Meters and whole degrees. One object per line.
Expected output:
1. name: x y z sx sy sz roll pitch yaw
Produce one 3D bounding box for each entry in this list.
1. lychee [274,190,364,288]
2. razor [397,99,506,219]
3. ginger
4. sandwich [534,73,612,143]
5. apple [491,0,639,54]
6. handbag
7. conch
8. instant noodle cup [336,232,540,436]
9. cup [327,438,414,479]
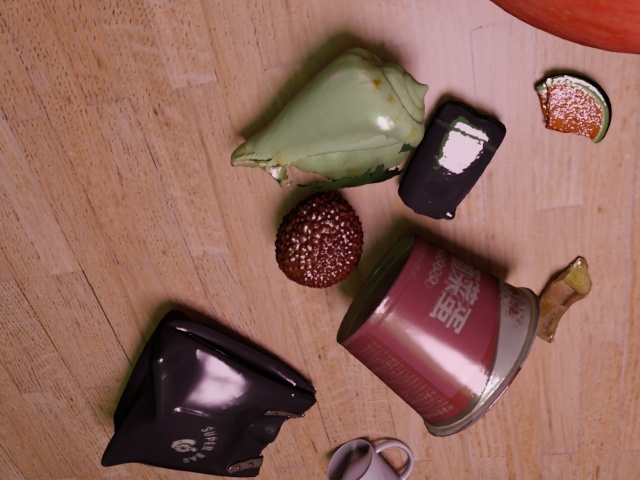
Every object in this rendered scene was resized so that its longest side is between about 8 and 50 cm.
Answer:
1. lychee: -0.001 -0.002 0.746 0.124 0.123 0.128 3 101 5
2. razor: 0.161 -0.097 0.701 0.090 0.054 0.148 25 120 -4
3. ginger: 0.341 0.087 0.797 0.058 0.044 0.137 10 125 -20
4. sandwich: 0.301 -0.162 0.663 0.101 0.026 0.069 16 126 1
5. apple: 0.241 -0.322 0.387 0.364 0.364 0.363 3 121 5
6. handbag: -0.186 0.296 0.939 0.288 0.152 0.342 21 123 -19
7. conch: 0.022 -0.121 0.669 0.251 0.144 0.137 -39 68 39
8. instant noodle cup: 0.143 0.112 0.740 0.179 0.234 0.234 35 119 -4
9. cup: 0.102 0.431 1.000 0.136 0.099 0.133 -28 113 22
